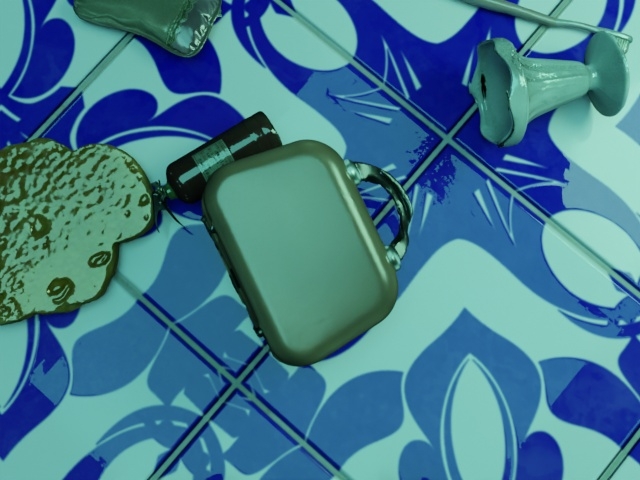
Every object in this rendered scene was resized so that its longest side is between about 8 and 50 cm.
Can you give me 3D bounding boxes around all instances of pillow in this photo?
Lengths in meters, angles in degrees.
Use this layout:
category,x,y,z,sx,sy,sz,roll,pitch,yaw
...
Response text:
category,x,y,z,sx,sy,sz,roll,pitch,yaw
pillow,-0.276,-0.379,1.240,0.232,0.038,0.131,23,79,7

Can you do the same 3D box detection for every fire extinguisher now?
category,x,y,z,sx,sy,sz,roll,pitch,yaw
fire extinguisher,-0.163,-0.098,1.172,0.231,0.071,0.099,-34,108,-9

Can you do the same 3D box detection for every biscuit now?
category,x,y,z,sx,sy,sz,roll,pitch,yaw
biscuit,-0.433,-0.013,1.174,0.375,0.051,0.270,-23,84,-6

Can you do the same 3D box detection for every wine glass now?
category,x,y,z,sx,sy,sz,roll,pitch,yaw
wine glass,0.339,-0.231,1.155,0.196,0.165,0.165,-10,81,-9

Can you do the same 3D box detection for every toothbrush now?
category,x,y,z,sx,sy,sz,roll,pitch,yaw
toothbrush,0.346,-0.353,1.233,0.307,0.025,0.030,17,89,3

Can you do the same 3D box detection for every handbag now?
category,x,y,z,sx,sy,sz,roll,pitch,yaw
handbag,0.000,0.000,1.103,0.283,0.149,0.302,-26,89,-6
